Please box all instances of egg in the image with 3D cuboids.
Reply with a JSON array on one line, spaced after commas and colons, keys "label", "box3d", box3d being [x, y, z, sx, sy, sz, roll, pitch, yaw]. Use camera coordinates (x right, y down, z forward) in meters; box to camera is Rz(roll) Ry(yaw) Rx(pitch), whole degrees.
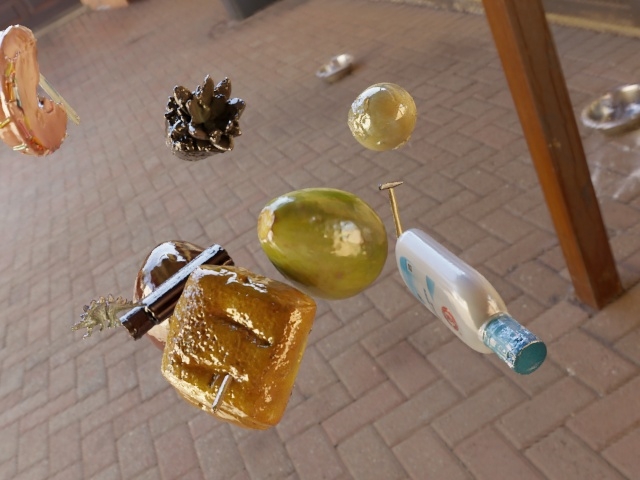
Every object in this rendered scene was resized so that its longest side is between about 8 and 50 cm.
[{"label": "egg", "box3d": [0.146, -0.293, 1.711, 0.164, 0.164, 0.201, -37, 2, -14]}]

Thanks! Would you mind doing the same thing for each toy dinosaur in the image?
[{"label": "toy dinosaur", "box3d": [-0.482, 0.163, 1.642, 0.039, 0.082, 0.208, -23, -4, 41]}]

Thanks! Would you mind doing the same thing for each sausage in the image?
[{"label": "sausage", "box3d": [-0.176, 0.273, 1.277, 0.015, 0.015, 0.100, -15, 26, 21]}]

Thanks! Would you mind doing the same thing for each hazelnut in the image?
[{"label": "hazelnut", "box3d": [-0.416, 0.190, 2.286, 0.352, 0.421, 0.421, -18, 27, -16]}]

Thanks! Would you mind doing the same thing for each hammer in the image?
[{"label": "hammer", "box3d": [0.169, -0.028, 1.519, 0.062, 0.199, 0.013, -17, 8, -31]}]

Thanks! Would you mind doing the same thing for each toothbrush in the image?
[{"label": "toothbrush", "box3d": [-0.636, -0.370, 1.536, 0.040, 0.386, 0.040, -9, 57, 15]}]

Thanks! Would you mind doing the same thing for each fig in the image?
[{"label": "fig", "box3d": [0.000, 0.000, 1.626, 0.258, 0.326, 0.258, -17, 63, 37]}]

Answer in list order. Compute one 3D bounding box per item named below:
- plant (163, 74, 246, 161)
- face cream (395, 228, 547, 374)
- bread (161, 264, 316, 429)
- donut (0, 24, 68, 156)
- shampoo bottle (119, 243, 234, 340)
[{"label": "plant", "box3d": [-0.311, -0.302, 1.869, 0.181, 0.194, 0.320, -9, -4, -19]}, {"label": "face cream", "box3d": [0.240, 0.105, 1.180, 0.080, 0.163, 0.337, -31, 34, -9]}, {"label": "bread", "box3d": [-0.201, 0.228, 1.582, 0.327, 0.148, 0.337, 21, 92, 20]}, {"label": "donut", "box3d": [-0.530, -0.250, 1.261, 0.085, 0.233, 0.199, -8, 37, 3]}, {"label": "shampoo bottle", "box3d": [-0.378, 0.136, 1.882, 0.323, 0.084, 0.129, -40, 20, -21]}]
